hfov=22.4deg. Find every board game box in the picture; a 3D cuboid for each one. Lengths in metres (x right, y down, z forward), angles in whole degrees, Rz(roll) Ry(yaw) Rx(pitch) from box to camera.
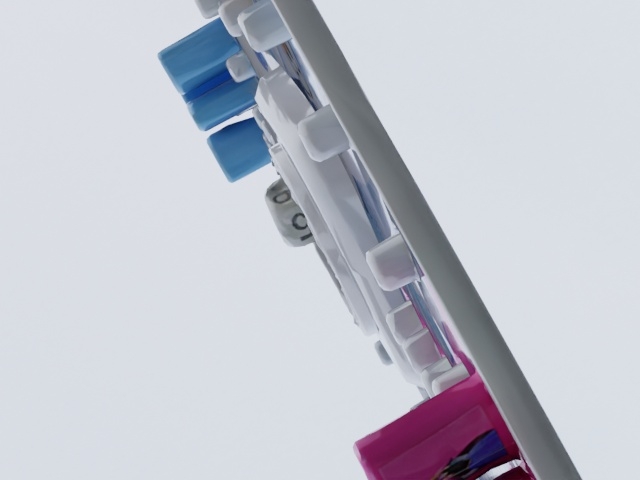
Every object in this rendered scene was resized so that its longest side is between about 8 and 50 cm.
[{"bbox_3d":[0.000,0.000,0.628,0.050,0.390,0.390,-27,-111,-2],"label":"board game box"}]
